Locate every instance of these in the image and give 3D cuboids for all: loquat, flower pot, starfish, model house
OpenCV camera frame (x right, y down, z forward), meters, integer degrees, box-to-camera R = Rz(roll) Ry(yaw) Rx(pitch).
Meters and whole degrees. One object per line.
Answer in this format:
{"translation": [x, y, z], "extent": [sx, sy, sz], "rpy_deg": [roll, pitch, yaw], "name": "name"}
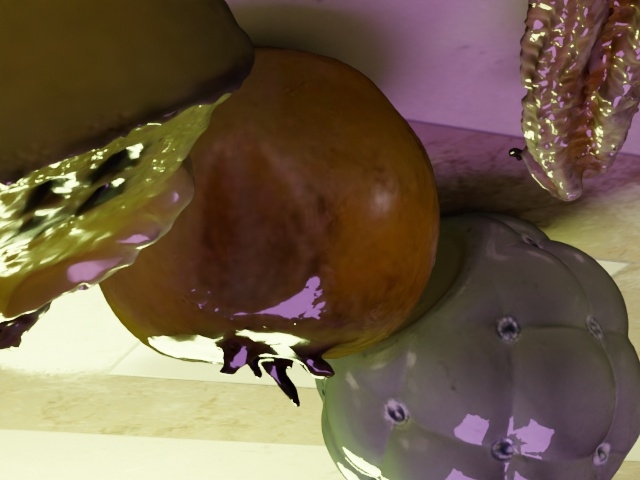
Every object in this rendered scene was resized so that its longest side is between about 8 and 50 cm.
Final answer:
{"translation": [-0.033, -0.013, 0.998], "extent": [0.213, 0.213, 0.213], "rpy_deg": [-6, 157, -2], "name": "loquat"}
{"translation": [0.113, 0.098, 1.250], "extent": [0.246, 0.246, 0.195], "rpy_deg": [-22, 120, 32], "name": "flower pot"}
{"translation": [0.229, -0.162, 0.850], "extent": [0.324, 0.082, 0.432], "rpy_deg": [-9, 146, 10], "name": "starfish"}
{"translation": [-0.165, -0.075, 0.786], "extent": [0.174, 0.193, 0.234], "rpy_deg": [-26, 167, -29], "name": "model house"}

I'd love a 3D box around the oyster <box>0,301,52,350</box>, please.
{"translation": [-0.329, -0.005, 1.001], "extent": [0.361, 0.096, 0.221], "rpy_deg": [29, 121, -29], "name": "oyster"}
